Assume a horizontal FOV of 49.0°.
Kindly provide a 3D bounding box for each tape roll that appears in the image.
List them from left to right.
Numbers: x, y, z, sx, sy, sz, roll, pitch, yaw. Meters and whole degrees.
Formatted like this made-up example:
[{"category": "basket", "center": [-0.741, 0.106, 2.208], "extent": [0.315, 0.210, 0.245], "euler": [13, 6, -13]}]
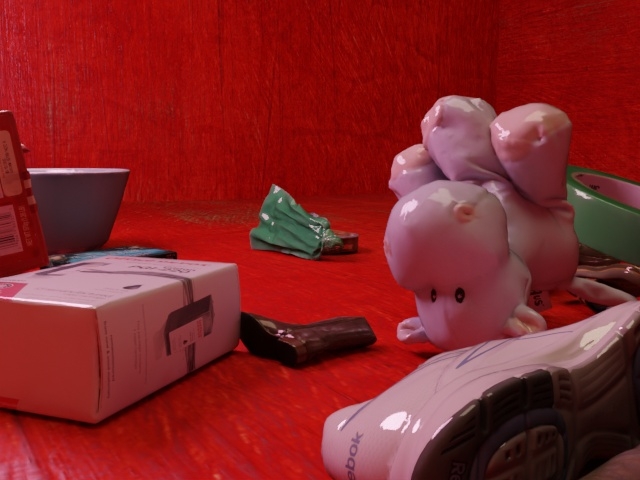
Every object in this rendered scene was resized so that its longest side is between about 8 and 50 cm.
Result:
[{"category": "tape roll", "center": [0.515, -0.036, 1.151], "extent": [0.321, 0.077, 0.321], "euler": [13, 20, -5]}]

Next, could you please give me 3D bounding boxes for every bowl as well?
[{"category": "bowl", "center": [-0.515, -0.053, 1.316], "extent": [0.312, 0.163, 0.311], "euler": [0, 8, 0]}]

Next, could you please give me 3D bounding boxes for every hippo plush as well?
[{"category": "hippo plush", "center": [0.147, 0.016, 0.734], "extent": [0.234, 0.294, 0.236], "euler": [-8, 25, 44]}]

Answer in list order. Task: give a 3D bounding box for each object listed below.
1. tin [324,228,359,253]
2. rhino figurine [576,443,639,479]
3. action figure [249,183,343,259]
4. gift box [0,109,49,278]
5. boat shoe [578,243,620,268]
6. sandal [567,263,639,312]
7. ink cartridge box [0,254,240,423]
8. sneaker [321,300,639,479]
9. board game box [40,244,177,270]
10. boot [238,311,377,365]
[{"category": "tin", "center": [0.000, 0.000, 1.417], "extent": [0.106, 0.040, 0.190], "euler": [0, 6, -31]}, {"category": "rhino figurine", "center": [0.161, 0.124, 0.299], "extent": [0.243, 0.073, 0.106], "euler": [-8, 14, -40]}, {"category": "action figure", "center": [-0.038, -0.017, 1.322], "extent": [0.063, 0.137, 0.232], "euler": [10, 8, -40]}, {"category": "gift box", "center": [-0.525, -0.052, 0.992], "extent": [0.276, 0.255, 0.258], "euler": [-12, 15, -35]}, {"category": "boat shoe", "center": [0.431, 0.017, 1.188], "extent": [0.064, 0.060, 0.178], "euler": [-3, 8, -21]}, {"category": "sandal", "center": [0.345, 0.063, 0.847], "extent": [0.072, 0.049, 0.180], "euler": [23, -8, -5]}, {"category": "ink cartridge box", "center": [-0.188, 0.073, 0.618], "extent": [0.159, 0.092, 0.218], "euler": [3, 6, 21]}, {"category": "sneaker", "center": [0.129, 0.093, 0.433], "extent": [0.297, 0.111, 0.129], "euler": [-4, 3, -38]}, {"category": "board game box", "center": [-0.351, 0.034, 1.171], "extent": [0.126, 0.026, 0.186], "euler": [7, 10, 39]}, {"category": "boot", "center": [-0.013, 0.089, 0.703], "extent": [0.114, 0.037, 0.106], "euler": [-11, 26, -42]}]
